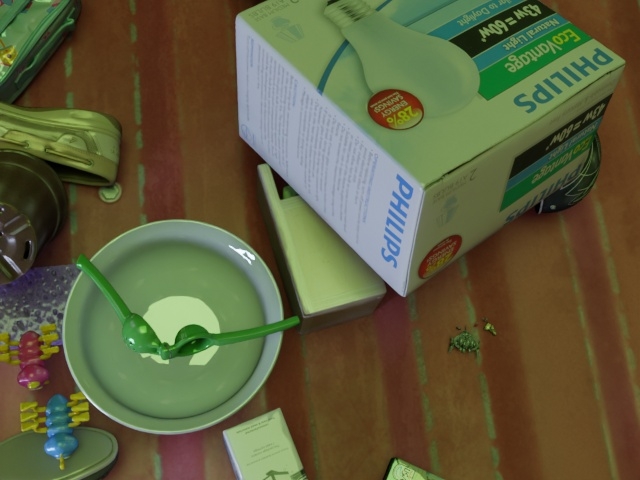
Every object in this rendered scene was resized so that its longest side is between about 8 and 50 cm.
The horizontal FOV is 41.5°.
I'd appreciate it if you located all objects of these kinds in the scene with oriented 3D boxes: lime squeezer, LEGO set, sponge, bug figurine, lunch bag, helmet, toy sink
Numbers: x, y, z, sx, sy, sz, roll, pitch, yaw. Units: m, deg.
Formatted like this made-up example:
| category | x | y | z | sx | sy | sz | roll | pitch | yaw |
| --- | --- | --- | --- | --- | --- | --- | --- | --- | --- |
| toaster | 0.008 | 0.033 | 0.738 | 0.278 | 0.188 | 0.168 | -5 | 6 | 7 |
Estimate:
| category | x | y | z | sx | sy | sz | roll | pitch | yaw |
| --- | --- | --- | --- | --- | --- | --- | --- | --- | --- |
| lime squeezer | -0.189 | 0.111 | 1.120 | 0.310 | 0.059 | 0.110 | 15 | 41 | 0 |
| LEGO set | 0.231 | 0.148 | 1.292 | 0.054 | 0.023 | 0.083 | 40 | 74 | 7 |
| sponge | -0.447 | 0.101 | 1.241 | 0.210 | 0.031 | 0.117 | -5 | 75 | -8 |
| bug figurine | -0.450 | 0.218 | 1.140 | 0.279 | 0.072 | 0.216 | -6 | 59 | -8 |
| lunch bag | -0.519 | -0.353 | 1.332 | 0.224 | 0.108 | 0.279 | 28 | 73 | 4 |
| helmet | 0.355 | -0.129 | 1.317 | 0.161 | 0.169 | 0.169 | 31 | 72 | 22 |
| toy sink | 0.000 | 0.000 | 1.250 | 0.131 | 0.153 | 0.234 | -16 | 74 | -10 |

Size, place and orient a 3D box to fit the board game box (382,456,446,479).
| category | x | y | z | sx | sy | sz | roll | pitch | yaw |
| --- | --- | --- | --- | --- | --- | --- | --- | --- | --- |
| board game box | 0.137 | 0.492 | 1.168 | 0.213 | 0.046 | 0.317 | 24 | 72 | 3 |

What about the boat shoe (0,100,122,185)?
| category | x | y | z | sx | sy | sz | roll | pitch | yaw |
| --- | --- | --- | --- | --- | --- | --- | --- | --- | --- |
| boat shoe | -0.474 | -0.139 | 1.264 | 0.341 | 0.121 | 0.110 | 1 | 72 | -6 |

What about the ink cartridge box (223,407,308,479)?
| category | x | y | z | sx | sy | sz | roll | pitch | yaw |
| --- | --- | --- | --- | --- | --- | --- | --- | --- | --- |
| ink cartridge box | -0.059 | 0.342 | 1.141 | 0.086 | 0.148 | 0.203 | -20 | 77 | -13 |

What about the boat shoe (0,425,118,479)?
| category | x | y | z | sx | sy | sz | roll | pitch | yaw |
| --- | --- | --- | --- | --- | --- | --- | --- | --- | --- |
| boat shoe | -0.436 | 0.344 | 1.148 | 0.335 | 0.095 | 0.112 | -15 | 39 | -13 |

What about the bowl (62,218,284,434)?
| category | x | y | z | sx | sy | sz | roll | pitch | yaw |
| --- | --- | --- | --- | --- | --- | --- | --- | --- | --- |
| bowl | -0.202 | 0.130 | 1.201 | 0.298 | 0.134 | 0.298 | 1 | 72 | -5 |

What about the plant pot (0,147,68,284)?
| category | x | y | z | sx | sy | sz | roll | pitch | yaw |
| --- | --- | --- | --- | --- | --- | --- | --- | --- | --- |
| plant pot | -0.445 | -0.027 | 1.175 | 0.167 | 0.165 | 0.167 | -3 | 111 | -9 |

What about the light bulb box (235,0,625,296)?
| category | x | y | z | sx | sy | sz | roll | pitch | yaw |
| --- | --- | --- | --- | --- | --- | --- | --- | --- | --- |
| light bulb box | 0.131 | -0.186 | 1.136 | 0.358 | 0.225 | 0.361 | -32 | 61 | -24 |
